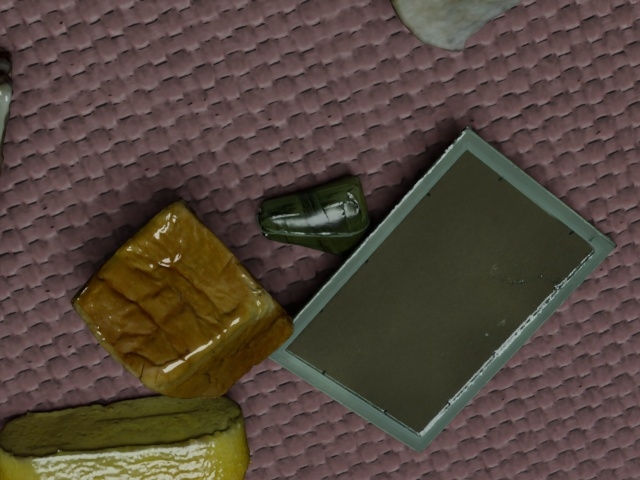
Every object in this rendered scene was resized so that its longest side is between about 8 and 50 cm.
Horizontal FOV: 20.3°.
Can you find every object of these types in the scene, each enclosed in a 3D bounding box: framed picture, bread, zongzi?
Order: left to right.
[{"bbox_3d":[-0.189,0.213,1.720,0.246,0.102,0.094,-7,111,-8],"label":"bread"},{"bbox_3d":[-0.126,0.061,1.621,0.143,0.158,0.149,-44,72,1],"label":"bread"},{"bbox_3d":[0.000,0.000,1.694,0.104,0.052,0.113,-13,127,5],"label":"zongzi"},{"bbox_3d":[0.116,0.053,1.722,0.231,0.018,0.293,35,103,-32],"label":"framed picture"}]

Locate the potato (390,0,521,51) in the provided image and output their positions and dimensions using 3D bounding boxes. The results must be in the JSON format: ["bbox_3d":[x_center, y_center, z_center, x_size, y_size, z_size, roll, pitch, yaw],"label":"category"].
[{"bbox_3d":[0.131,-0.322,1.506,0.211,0.189,0.264,21,140,-36],"label":"potato"}]

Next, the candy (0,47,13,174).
[{"bbox_3d":[-0.380,-0.018,1.579,0.179,0.135,0.320,9,110,-11],"label":"candy"}]
